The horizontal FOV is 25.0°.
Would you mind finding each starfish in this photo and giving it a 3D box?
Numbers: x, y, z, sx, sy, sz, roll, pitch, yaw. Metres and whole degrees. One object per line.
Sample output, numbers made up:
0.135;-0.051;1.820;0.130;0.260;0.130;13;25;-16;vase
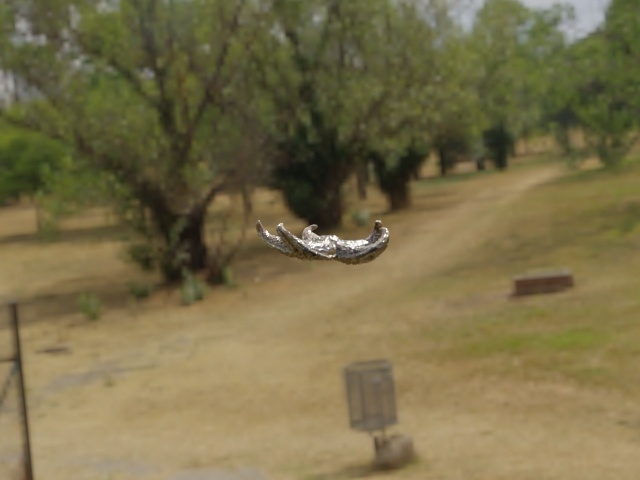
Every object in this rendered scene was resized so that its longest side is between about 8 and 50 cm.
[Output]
0.000;0.000;0.957;0.091;0.028;0.078;6;6;11;starfish
